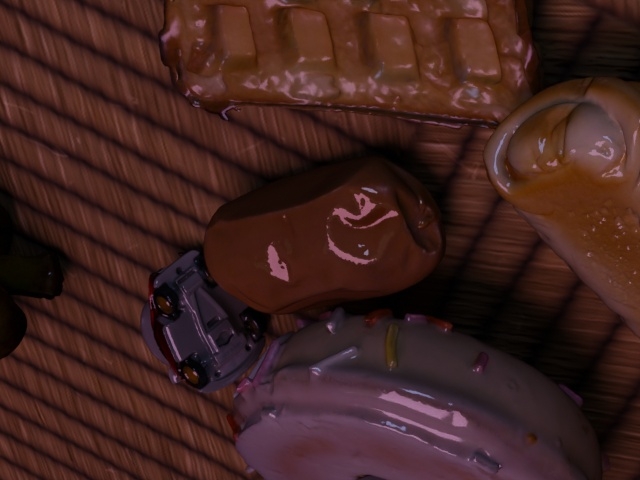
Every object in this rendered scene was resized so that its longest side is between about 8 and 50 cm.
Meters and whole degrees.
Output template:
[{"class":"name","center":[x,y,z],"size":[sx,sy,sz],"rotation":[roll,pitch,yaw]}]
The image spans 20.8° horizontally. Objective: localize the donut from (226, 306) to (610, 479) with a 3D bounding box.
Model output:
[{"class":"donut","center":[0.098,0.196,1.699],"size":[0.383,0.142,0.382],"rotation":[17,152,10]}]

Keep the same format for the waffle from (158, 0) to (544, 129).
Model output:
[{"class":"waffle","center":[0.014,-0.230,1.454],"size":[0.348,0.077,0.304],"rotation":[7,132,23]}]

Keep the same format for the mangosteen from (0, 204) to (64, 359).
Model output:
[{"class":"mangosteen","center":[-0.456,0.063,1.822],"size":[0.293,0.297,0.297],"rotation":[19,135,15]}]

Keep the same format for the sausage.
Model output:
[{"class":"sausage","center":[0.000,0.000,1.633],"size":[0.241,0.120,0.136],"rotation":[-10,118,33]}]

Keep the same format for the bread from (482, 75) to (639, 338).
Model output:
[{"class":"bread","center":[0.276,-0.018,1.449],"size":[0.173,0.121,0.311],"rotation":[-11,138,40]}]

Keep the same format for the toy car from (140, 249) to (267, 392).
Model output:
[{"class":"toy car","center":[-0.138,0.083,1.805],"size":[0.112,0.112,0.139],"rotation":[-7,116,52]}]
